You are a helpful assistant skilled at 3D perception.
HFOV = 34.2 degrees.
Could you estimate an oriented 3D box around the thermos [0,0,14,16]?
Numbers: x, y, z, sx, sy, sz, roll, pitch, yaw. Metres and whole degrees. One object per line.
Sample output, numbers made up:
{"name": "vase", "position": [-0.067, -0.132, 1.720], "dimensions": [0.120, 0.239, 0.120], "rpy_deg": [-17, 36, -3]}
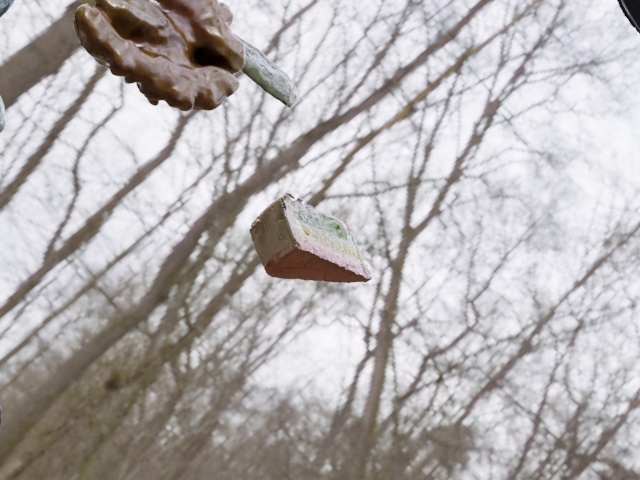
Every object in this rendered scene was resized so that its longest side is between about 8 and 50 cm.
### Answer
{"name": "thermos", "position": [-0.529, -0.319, 1.409], "dimensions": [0.182, 0.286, 0.145], "rpy_deg": [19, -33, 15]}

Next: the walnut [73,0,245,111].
{"name": "walnut", "position": [-0.153, -0.191, 0.983], "dimensions": [0.170, 0.142, 0.069], "rpy_deg": [29, -34, -27]}

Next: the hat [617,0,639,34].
{"name": "hat", "position": [0.429, -0.353, 1.291], "dimensions": [0.209, 0.238, 0.336], "rpy_deg": [63, 19, -76]}

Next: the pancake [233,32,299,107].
{"name": "pancake", "position": [-0.126, -0.275, 1.489], "dimensions": [0.254, 0.037, 0.253], "rpy_deg": [36, 10, -7]}

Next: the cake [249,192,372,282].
{"name": "cake", "position": [-0.016, 0.011, 1.633], "dimensions": [0.225, 0.090, 0.109], "rpy_deg": [21, 42, -53]}

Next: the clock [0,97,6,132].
{"name": "clock", "position": [-0.498, -0.116, 1.353], "dimensions": [0.146, 0.199, 0.243], "rpy_deg": [43, -41, 7]}
